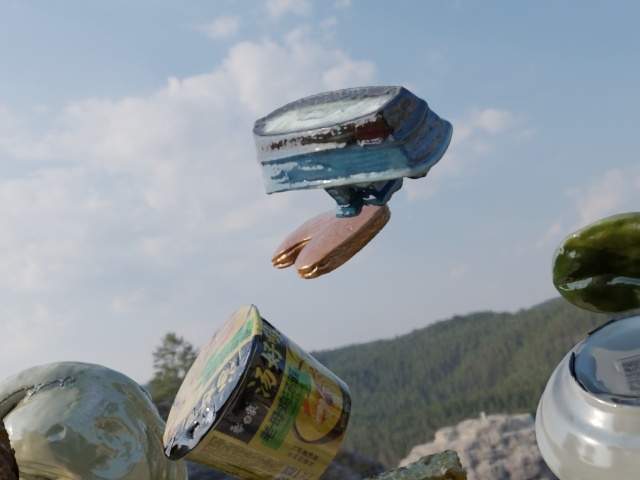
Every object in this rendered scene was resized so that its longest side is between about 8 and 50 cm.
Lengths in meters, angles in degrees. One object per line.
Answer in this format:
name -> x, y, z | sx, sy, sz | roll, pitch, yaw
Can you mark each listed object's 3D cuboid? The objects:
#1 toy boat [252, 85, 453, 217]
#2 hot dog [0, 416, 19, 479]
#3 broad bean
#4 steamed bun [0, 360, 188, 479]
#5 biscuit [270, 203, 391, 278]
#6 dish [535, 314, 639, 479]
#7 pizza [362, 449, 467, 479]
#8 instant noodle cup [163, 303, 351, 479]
toy boat -> 0.011, -0.042, 0.382 | 0.137, 0.061, 0.060 | 0, 41, 49
hot dog -> -0.490, 0.265, 0.846 | 0.258, 0.114, 0.175 | -11, -40, -25
broad bean -> 0.435, 0.032, 1.042 | 0.206, 0.153, 0.072 | -3, 15, 13
steamed bun -> -0.364, 0.316, 1.152 | 0.339, 0.247, 0.352 | -2, -49, 26
biscuit -> 0.000, 0.000, 1.024 | 0.192, 0.036, 0.186 | -14, 21, 47
dish -> 0.405, 0.176, 0.903 | 0.316, 0.106, 0.316 | -20, 24, 9
pizza -> 0.057, 0.364, 0.723 | 0.257, 0.269, 0.087 | -22, 24, -4
instant noodle cup -> -0.054, 0.151, 0.663 | 0.122, 0.151, 0.151 | 36, -33, -18
